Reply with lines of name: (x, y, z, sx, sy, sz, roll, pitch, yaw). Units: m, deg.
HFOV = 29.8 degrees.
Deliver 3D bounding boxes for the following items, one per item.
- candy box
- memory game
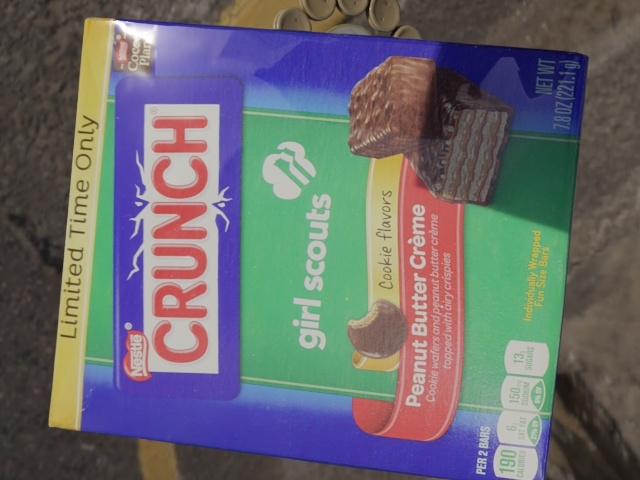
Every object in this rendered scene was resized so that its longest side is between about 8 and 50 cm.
candy box: (0.000, 0.000, 0.782, 0.317, 0.122, 0.268, 6, 94, 11)
memory game: (0.025, -0.137, 1.039, 0.186, 0.186, 0.012, 43, 156, -31)
